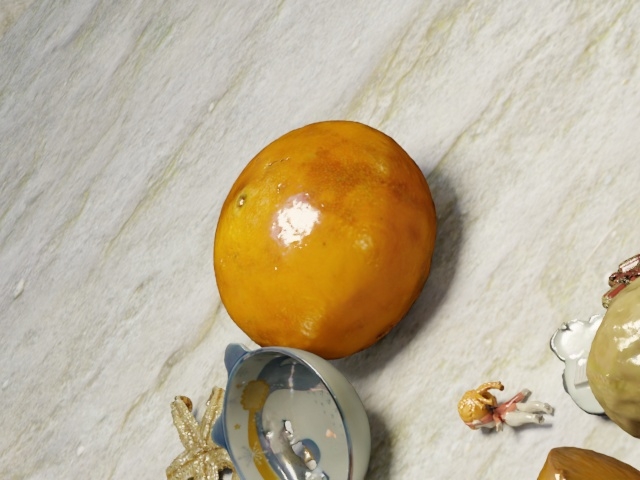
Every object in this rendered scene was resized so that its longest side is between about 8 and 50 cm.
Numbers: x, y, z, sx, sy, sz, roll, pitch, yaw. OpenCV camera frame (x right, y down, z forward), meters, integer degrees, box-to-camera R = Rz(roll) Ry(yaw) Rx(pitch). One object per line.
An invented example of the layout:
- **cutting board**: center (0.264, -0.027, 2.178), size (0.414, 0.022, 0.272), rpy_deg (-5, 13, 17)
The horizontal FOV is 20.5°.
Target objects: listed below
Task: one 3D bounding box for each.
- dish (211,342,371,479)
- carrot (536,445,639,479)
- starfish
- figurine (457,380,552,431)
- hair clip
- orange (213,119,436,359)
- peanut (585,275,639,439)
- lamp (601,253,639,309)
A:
- **dish**: center (-0.018, 0.212, 1.975), size (0.228, 0.086, 0.236), rpy_deg (-21, 85, 46)
- **carrot**: center (0.217, 0.322, 1.509), size (0.254, 0.196, 0.196), rpy_deg (-60, 31, 14)
- **starfish**: center (-0.150, 0.267, 2.181), size (0.150, 0.053, 0.210), rpy_deg (-34, 41, 42)
- **figurine**: center (0.186, 0.170, 1.797), size (0.109, 0.047, 0.064), rpy_deg (-3, 33, 47)
- **hair clip**: center (0.287, 0.110, 1.697), size (0.172, 0.049, 0.116), rpy_deg (-29, 38, 43)
- **orange**: center (0.000, 0.000, 2.028), size (0.284, 0.226, 0.284), rpy_deg (-43, 30, 32)
- **peanut**: center (0.381, 0.022, 1.494), size (0.387, 0.192, 0.169), rpy_deg (-49, 20, 16)
- **lamp**: center (0.305, 0.036, 1.723), size (0.063, 0.031, 0.083), rpy_deg (-27, 9, 25)
